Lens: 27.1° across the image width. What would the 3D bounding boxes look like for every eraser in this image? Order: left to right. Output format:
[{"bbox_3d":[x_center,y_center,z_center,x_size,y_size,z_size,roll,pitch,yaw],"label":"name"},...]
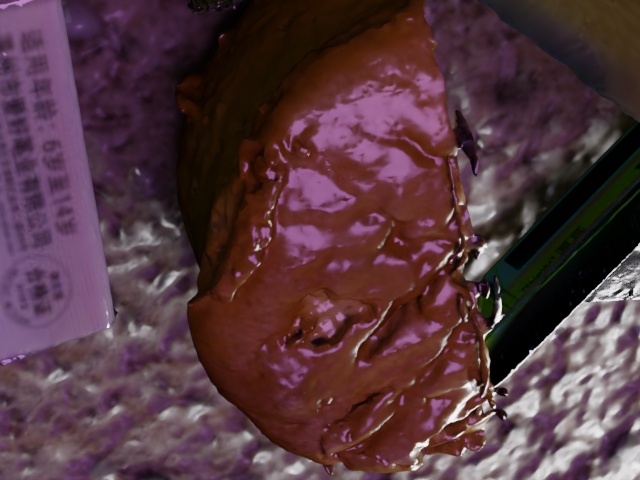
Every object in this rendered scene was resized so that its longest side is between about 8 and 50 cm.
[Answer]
[{"bbox_3d":[-0.141,-0.069,0.549,0.068,0.124,0.210,-16,127,-17],"label":"eraser"}]

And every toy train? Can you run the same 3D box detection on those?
[{"bbox_3d":[0.147,-0.002,0.763,0.209,0.042,0.044,-44,135,-7],"label":"toy train"}]

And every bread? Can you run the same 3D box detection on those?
[{"bbox_3d":[0.000,-0.002,0.649,0.147,0.160,0.260,-18,132,-4],"label":"bread"}]

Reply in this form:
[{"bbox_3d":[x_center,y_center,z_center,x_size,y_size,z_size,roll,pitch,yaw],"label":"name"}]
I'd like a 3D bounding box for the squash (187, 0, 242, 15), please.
[{"bbox_3d":[-0.060,-0.182,0.564,0.052,0.052,0.183,-21,129,-12],"label":"squash"}]

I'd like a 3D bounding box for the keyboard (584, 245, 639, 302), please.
[{"bbox_3d":[0.231,0.012,0.851,0.196,0.018,0.060,-1,128,-25],"label":"keyboard"}]

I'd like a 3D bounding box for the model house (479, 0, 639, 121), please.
[{"bbox_3d":[0.230,-0.143,0.590,0.261,0.321,0.266,-34,147,-21],"label":"model house"}]
